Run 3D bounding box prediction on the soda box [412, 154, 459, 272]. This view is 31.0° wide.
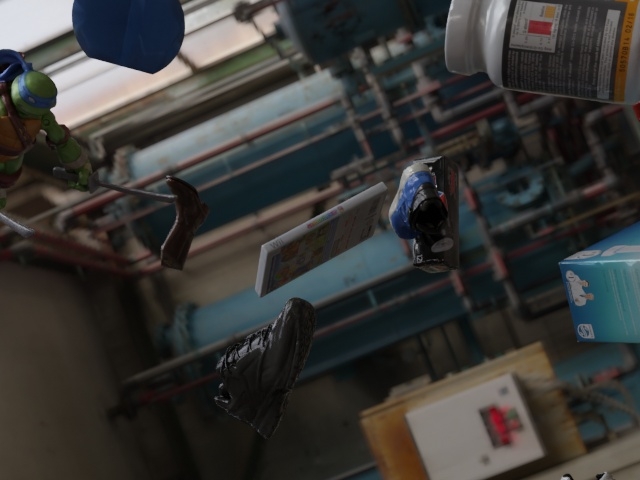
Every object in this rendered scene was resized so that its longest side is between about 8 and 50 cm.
[{"bbox_3d":[0.174,-0.039,1.744,0.060,0.053,0.169,24,-117,-56],"label":"soda box"}]

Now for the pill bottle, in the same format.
[{"bbox_3d":[0.328,-0.287,1.643,0.162,0.278,0.162,10,-90,-73],"label":"pill bottle"}]

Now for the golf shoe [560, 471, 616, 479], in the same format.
[{"bbox_3d":[0.446,0.394,1.716,0.077,0.198,0.094,-32,-55,-83],"label":"golf shoe"}]

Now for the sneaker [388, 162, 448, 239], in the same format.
[{"bbox_3d":[0.140,-0.030,1.643,0.152,0.058,0.084,101,156,-51],"label":"sneaker"}]

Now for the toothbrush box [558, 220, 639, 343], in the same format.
[{"bbox_3d":[0.512,0.048,1.562,0.295,0.216,0.126,-6,103,51],"label":"toothbrush box"}]

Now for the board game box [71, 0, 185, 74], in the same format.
[{"bbox_3d":[-0.280,-0.323,1.701,0.033,0.168,0.133,-77,1,-65],"label":"board game box"}]

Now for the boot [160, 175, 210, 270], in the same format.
[{"bbox_3d":[-0.212,-0.023,1.681,0.106,0.037,0.114,48,-121,-43],"label":"boot"}]

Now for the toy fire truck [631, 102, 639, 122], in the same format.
[{"bbox_3d":[0.638,-0.247,1.734,0.254,0.302,0.169,-28,-80,-42],"label":"toy fire truck"}]

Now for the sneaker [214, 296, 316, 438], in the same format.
[{"bbox_3d":[-0.093,0.193,1.804,0.109,0.130,0.286,-64,-3,-53],"label":"sneaker"}]

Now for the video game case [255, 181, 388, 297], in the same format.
[{"bbox_3d":[0.000,0.000,0.990,0.011,0.122,0.087,54,159,19],"label":"video game case"}]

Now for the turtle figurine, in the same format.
[{"bbox_3d":[-0.377,-0.068,1.396,0.275,0.266,0.198,52,-133,-12],"label":"turtle figurine"}]
